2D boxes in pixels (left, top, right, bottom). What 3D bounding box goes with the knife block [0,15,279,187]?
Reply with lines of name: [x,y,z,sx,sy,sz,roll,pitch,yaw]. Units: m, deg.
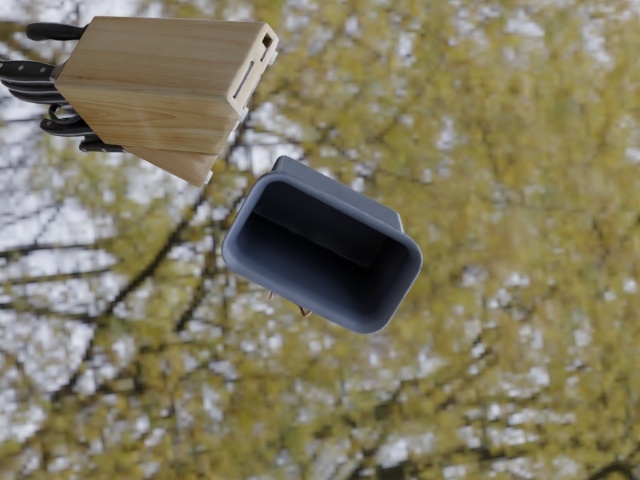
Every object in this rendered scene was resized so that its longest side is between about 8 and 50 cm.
knife block: [-0.186,-0.159,1.482,0.088,0.242,0.276,-65,-174,-23]

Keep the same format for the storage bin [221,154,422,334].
storage bin: [0.000,0.000,1.169,0.098,0.135,0.091,-60,-172,20]
